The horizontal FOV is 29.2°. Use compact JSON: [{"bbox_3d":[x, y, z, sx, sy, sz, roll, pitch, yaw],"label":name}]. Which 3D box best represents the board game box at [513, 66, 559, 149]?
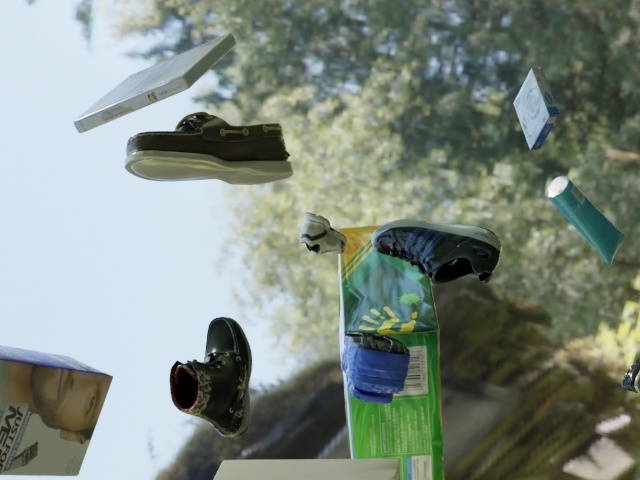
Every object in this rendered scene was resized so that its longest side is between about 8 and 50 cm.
[{"bbox_3d":[0.326,-0.199,1.855,0.090,0.020,0.090,109,150,-58],"label":"board game box"}]

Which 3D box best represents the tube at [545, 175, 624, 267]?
[{"bbox_3d":[0.512,-0.040,2.348,0.207,0.052,0.080,42,-112,-26],"label":"tube"}]

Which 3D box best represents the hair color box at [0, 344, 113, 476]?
[{"bbox_3d":[-0.484,0.268,1.936,0.339,0.110,0.185,24,-95,-66],"label":"hair color box"}]

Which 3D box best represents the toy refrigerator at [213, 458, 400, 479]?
[{"bbox_3d":[-0.017,0.384,1.811,0.094,0.270,0.102,-64,-31,-70],"label":"toy refrigerator"}]

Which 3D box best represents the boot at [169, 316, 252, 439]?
[{"bbox_3d":[-0.200,0.228,2.223,0.178,0.085,0.236,38,-140,-56],"label":"boot"}]

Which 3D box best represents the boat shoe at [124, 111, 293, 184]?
[{"bbox_3d":[-0.174,-0.147,1.915,0.324,0.117,0.096,0,-102,-45],"label":"boat shoe"}]

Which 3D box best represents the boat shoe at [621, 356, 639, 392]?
[{"bbox_3d":[0.612,0.233,2.310,0.133,0.042,0.049,-47,-62,-29],"label":"boat shoe"}]

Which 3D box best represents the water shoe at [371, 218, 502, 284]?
[{"bbox_3d":[0.157,0.019,1.762,0.073,0.203,0.080,51,-131,-47],"label":"water shoe"}]

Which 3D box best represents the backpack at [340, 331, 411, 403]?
[{"bbox_3d":[0.084,0.189,1.801,0.120,0.098,0.101,-174,88,-82],"label":"backpack"}]

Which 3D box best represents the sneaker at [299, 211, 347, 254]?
[{"bbox_3d":[0.000,0.000,1.561,0.109,0.040,0.043,38,-112,-61],"label":"sneaker"}]

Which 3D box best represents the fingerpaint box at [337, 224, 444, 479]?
[{"bbox_3d":[0.121,0.249,2.175,0.371,0.163,0.444,-92,-3,-61],"label":"fingerpaint box"}]

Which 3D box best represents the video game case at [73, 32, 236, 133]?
[{"bbox_3d":[-0.255,-0.248,1.920,0.026,0.206,0.227,64,-155,-17],"label":"video game case"}]
